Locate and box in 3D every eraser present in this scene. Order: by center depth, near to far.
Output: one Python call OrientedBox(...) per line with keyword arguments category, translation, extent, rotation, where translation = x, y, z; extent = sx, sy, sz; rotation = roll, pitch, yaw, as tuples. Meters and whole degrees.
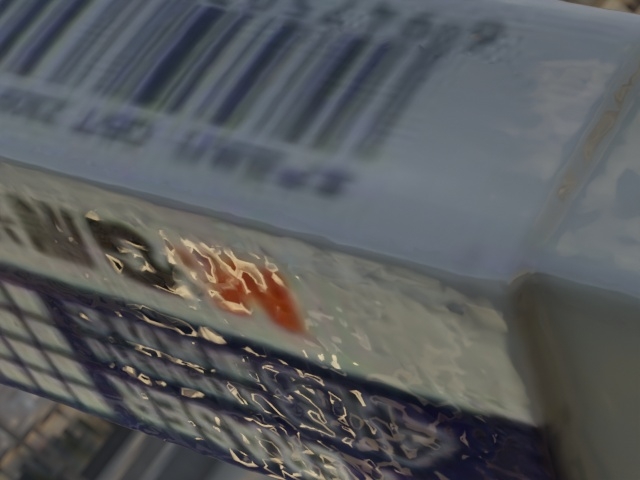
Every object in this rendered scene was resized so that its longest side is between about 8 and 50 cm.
OrientedBox(category="eraser", translation=(0.000, 0.000, 0.453), extent=(0.081, 0.279, 0.124), rotation=(-56, -36, -29))
